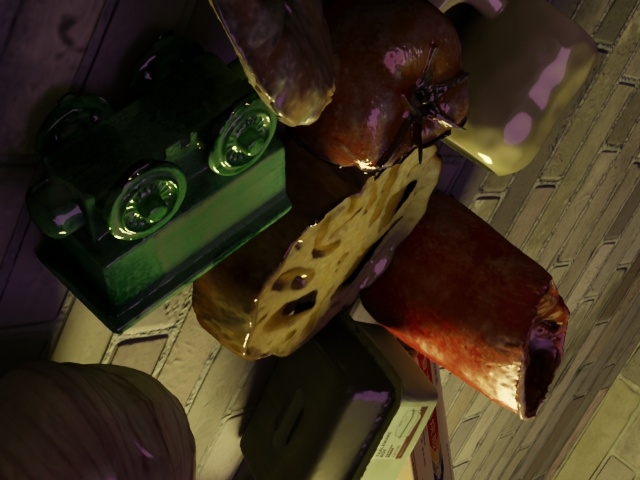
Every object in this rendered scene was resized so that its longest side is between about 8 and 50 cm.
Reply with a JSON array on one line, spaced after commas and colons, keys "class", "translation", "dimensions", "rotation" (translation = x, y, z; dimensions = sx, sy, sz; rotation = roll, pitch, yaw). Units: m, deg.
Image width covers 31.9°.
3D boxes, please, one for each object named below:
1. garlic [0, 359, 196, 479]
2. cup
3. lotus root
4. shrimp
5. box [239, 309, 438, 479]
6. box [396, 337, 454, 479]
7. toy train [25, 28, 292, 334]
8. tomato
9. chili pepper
[{"class": "garlic", "translation": [-0.264, 0.276, 1.156], "dimensions": [0.317, 0.259, 0.317], "rotation": [-33, 142, -31]}, {"class": "cup", "translation": [0.216, -0.209, 1.398], "dimensions": [0.202, 0.173, 0.255], "rotation": [-56, 152, 4]}, {"class": "lotus root", "translation": [0.000, 0.000, 1.371], "dimensions": [0.390, 0.111, 0.375], "rotation": [-35, 152, -43]}, {"class": "shrimp", "translation": [-0.088, -0.255, 0.903], "dimensions": [0.109, 0.221, 0.446], "rotation": [-15, 145, 17]}, {"class": "box", "translation": [0.019, 0.261, 1.605], "dimensions": [0.166, 0.220, 0.291], "rotation": [10, 115, -35]}, {"class": "box", "translation": [0.154, 0.345, 1.831], "dimensions": [0.214, 0.069, 0.353], "rotation": [-48, 134, -60]}, {"class": "toy train", "translation": [-0.149, -0.064, 1.055], "dimensions": [0.266, 0.145, 0.202], "rotation": [-37, 151, -26]}, {"class": "tomato", "translation": [0.063, -0.190, 1.198], "dimensions": [0.214, 0.180, 0.155], "rotation": [-37, 143, -35]}, {"class": "chili pepper", "translation": [0.231, 0.083, 1.626], "dimensions": [0.229, 0.305, 0.251], "rotation": [-30, 141, -40]}]
